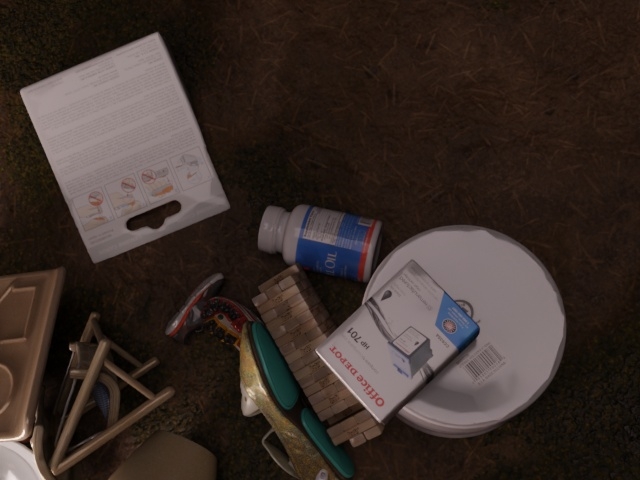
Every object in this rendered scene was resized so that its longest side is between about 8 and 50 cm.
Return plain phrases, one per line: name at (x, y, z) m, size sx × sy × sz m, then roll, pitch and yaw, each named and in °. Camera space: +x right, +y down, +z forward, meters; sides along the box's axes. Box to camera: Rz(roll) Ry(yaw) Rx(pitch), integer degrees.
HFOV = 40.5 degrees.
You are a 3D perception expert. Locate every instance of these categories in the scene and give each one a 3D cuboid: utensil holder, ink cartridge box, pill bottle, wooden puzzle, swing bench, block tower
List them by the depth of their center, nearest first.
ink cartridge box at (0.109, 0.144, 1.225) m, size 0.190 × 0.082 × 0.139 m, roll -43°, pitch 76°, yaw -6°
utensil holder at (0.225, 0.161, 1.447) m, size 0.327 × 0.385 × 0.327 m, roll -2°, pitch 76°, yaw 7°
swing bench at (-0.410, 0.291, 1.532) m, size 0.165 × 0.253 × 0.255 m, roll 41°, pitch 82°, yaw -18°
wooden puzzle at (-0.609, 0.215, 1.536) m, size 0.348 × 0.080 × 0.322 m, roll -10°, pitch 55°, yaw 18°
block tower at (-0.002, 0.210, 1.570) m, size 0.091 × 0.097 × 0.335 m, roll -31°, pitch 87°, yaw 15°
pill bottle at (0.000, 0.000, 1.643) m, size 0.221 × 0.124 × 0.124 m, roll 12°, pitch 79°, yaw 10°
ink cartridge box at (-0.389, -0.187, 1.769) m, size 0.308 × 0.091 × 0.385 m, roll -22°, pitch 93°, yaw 0°

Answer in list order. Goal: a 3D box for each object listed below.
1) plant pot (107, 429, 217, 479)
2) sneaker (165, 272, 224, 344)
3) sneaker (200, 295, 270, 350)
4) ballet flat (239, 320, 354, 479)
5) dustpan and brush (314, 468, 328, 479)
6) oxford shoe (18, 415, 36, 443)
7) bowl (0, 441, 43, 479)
plant pot at (-0.296, 0.485, 1.523) m, size 0.256 × 0.256 × 0.274 m, roll 19°, pitch 63°, yaw 10°
sneaker at (-0.231, 0.134, 1.682) m, size 0.065 × 0.061 × 0.158 m, roll 41°, pitch 85°, yaw -13°
sneaker at (-0.122, 0.182, 1.636) m, size 0.088 × 0.093 × 0.225 m, roll -43°, pitch 94°, yaw 9°
ballet flat at (-0.073, 0.311, 1.551) m, size 0.123 × 0.123 × 0.348 m, roll -33°, pitch 96°, yaw -2°
dustpan and brush at (-0.025, 0.486, 1.533) m, size 0.147 × 0.211 × 0.060 m, roll 23°, pitch 38°, yaw 8°
oxford shoe at (-0.647, 0.250, 1.667) m, size 0.130 × 0.123 × 0.348 m, roll -31°, pitch 65°, yaw 2°
bowl at (-0.637, 0.484, 1.570) m, size 0.298 × 0.134 × 0.298 m, roll 0°, pitch 90°, yaw -24°
